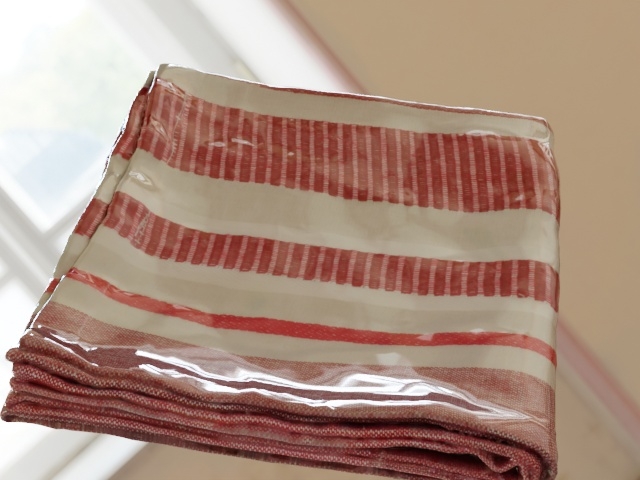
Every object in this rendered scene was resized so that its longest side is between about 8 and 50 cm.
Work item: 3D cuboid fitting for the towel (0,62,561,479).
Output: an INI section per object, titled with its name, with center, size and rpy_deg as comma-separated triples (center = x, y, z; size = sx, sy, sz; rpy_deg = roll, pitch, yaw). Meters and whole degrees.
[towel]
center = 0.000, 0.000, 0.889
size = 0.329, 0.237, 0.037
rpy_deg = -76, -7, -60
